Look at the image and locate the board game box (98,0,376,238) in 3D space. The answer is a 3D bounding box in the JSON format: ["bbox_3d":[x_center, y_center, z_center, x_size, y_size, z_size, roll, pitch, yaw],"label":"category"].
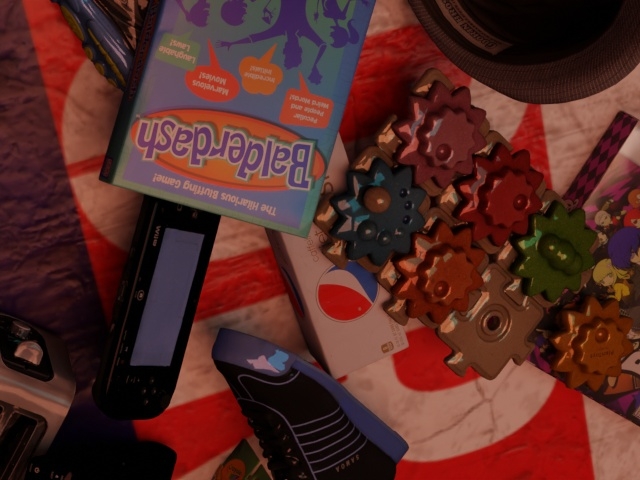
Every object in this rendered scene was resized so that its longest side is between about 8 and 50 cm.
[{"bbox_3d":[-0.058,-0.122,1.248,0.160,0.047,0.210,15,92,-21],"label":"board game box"}]

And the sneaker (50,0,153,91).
[{"bbox_3d":[-0.162,-0.200,1.252,0.078,0.067,0.188,-41,116,-26],"label":"sneaker"}]

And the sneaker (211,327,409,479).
[{"bbox_3d":[-0.016,0.159,1.384,0.232,0.081,0.090,40,70,-36],"label":"sneaker"}]

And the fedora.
[{"bbox_3d":[0.185,-0.232,1.266,0.124,0.275,0.243,-23,94,-38],"label":"fedora"}]

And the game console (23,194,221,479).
[{"bbox_3d":[-0.151,0.120,1.302,0.044,0.213,0.361,15,91,16],"label":"game console"}]

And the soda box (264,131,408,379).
[{"bbox_3d":[0.000,0.000,1.366,0.074,0.069,0.216,-24,113,-11],"label":"soda box"}]

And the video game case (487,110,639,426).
[{"bbox_3d":[0.285,0.035,1.491,0.210,0.042,0.232,31,96,-24],"label":"video game case"}]

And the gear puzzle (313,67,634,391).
[{"bbox_3d":[0.150,0.026,1.379,0.339,0.044,0.175,42,83,-30],"label":"gear puzzle"}]

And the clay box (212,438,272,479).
[{"bbox_3d":[-0.085,0.288,1.403,0.053,0.127,0.222,26,98,-25],"label":"clay box"}]

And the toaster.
[{"bbox_3d":[-0.301,0.133,1.285,0.168,0.110,0.185,26,98,-24],"label":"toaster"}]
